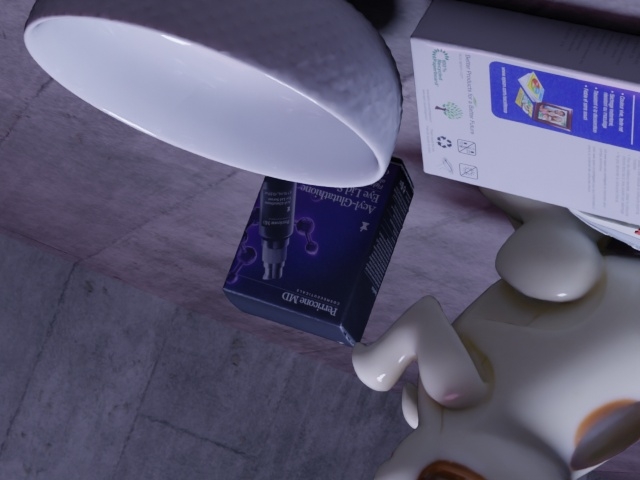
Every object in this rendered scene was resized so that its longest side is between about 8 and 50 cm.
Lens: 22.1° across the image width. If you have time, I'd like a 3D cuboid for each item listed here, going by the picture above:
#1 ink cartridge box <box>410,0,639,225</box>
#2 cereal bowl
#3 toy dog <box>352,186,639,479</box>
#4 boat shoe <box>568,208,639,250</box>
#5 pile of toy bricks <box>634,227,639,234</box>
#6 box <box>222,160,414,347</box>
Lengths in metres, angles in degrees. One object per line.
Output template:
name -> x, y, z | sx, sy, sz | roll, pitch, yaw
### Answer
ink cartridge box -> 0.240, -0.093, 1.353 | 0.332, 0.065, 0.165 | 17, 142, 21
cereal bowl -> -0.079, -0.175, 1.436 | 0.339, 0.141, 0.339 | 18, 167, 5
toy dog -> 0.222, 0.192, 1.723 | 0.395, 0.408, 0.284 | 29, 165, 26
boat shoe -> 0.343, -0.022, 1.627 | 0.227, 0.079, 0.081 | 22, 180, 0
pile of toy bricks -> 0.294, -0.054, 1.468 | 0.212, 0.105, 0.118 | 22, 167, -10
box -> 0.000, 0.000, 1.900 | 0.153, 0.207, 0.108 | 16, 167, 16
